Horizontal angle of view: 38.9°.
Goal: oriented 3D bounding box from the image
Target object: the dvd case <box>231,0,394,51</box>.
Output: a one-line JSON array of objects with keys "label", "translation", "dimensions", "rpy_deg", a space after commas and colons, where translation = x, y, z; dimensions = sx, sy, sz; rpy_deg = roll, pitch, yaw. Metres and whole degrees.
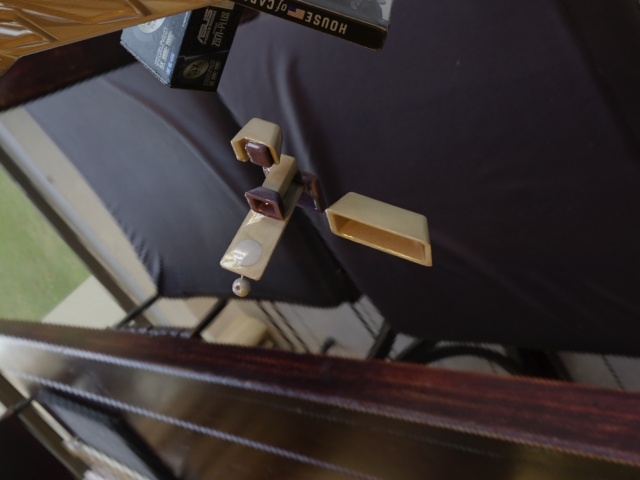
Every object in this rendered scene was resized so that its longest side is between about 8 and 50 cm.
[{"label": "dvd case", "translation": [-0.010, -0.275, 0.905], "dimensions": [0.179, 0.238, 0.029], "rpy_deg": [18, 126, -3]}]

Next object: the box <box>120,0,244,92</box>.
[{"label": "box", "translation": [-0.175, -0.306, 1.178], "dimensions": [0.147, 0.078, 0.180], "rpy_deg": [44, 122, 38]}]

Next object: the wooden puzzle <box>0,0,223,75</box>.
[{"label": "wooden puzzle", "translation": [-0.278, -0.208, 0.652], "dimensions": [0.348, 0.322, 0.080], "rpy_deg": [-8, 84, 39]}]

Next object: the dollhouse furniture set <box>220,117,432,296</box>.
[{"label": "dollhouse furniture set", "translation": [0.000, 0.000, 0.507], "dimensions": [0.114, 0.081, 0.091], "rpy_deg": [19, 158, 17]}]
